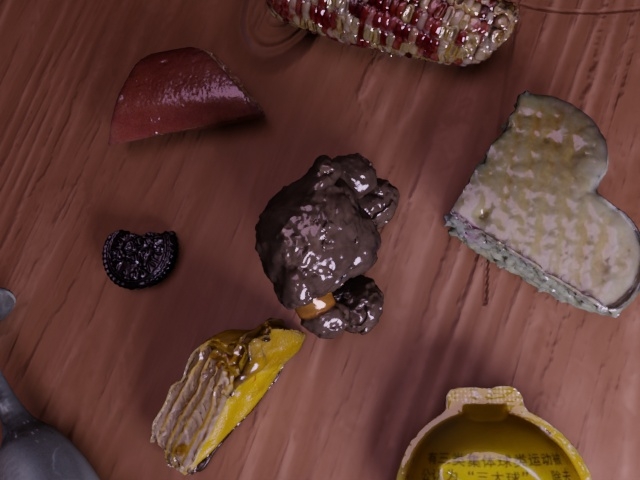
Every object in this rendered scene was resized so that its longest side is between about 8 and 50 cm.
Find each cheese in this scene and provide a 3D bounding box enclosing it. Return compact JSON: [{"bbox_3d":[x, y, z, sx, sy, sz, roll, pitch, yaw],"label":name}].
[{"bbox_3d":[0.153,0.266,0.455,0.176,0.069,0.271,-6,78,10],"label":"cheese"}]

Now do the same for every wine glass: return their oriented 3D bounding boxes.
[{"bbox_3d":[-0.376,0.249,0.543,0.264,0.096,0.310,-35,73,-2],"label":"wine glass"}]

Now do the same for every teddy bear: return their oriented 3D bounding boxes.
[{"bbox_3d":[0.000,0.000,0.491,0.140,0.190,0.177,11,83,6],"label":"teddy bear"}]

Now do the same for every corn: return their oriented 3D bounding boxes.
[{"bbox_3d":[0.074,-0.265,0.597,0.289,0.098,0.098,19,80,11],"label":"corn"}]

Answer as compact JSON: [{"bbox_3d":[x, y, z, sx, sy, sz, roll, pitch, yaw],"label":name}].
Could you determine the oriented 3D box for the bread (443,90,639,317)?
[{"bbox_3d":[0.209,-0.027,0.523,0.172,0.064,0.232,-15,72,7],"label":"bread"}]

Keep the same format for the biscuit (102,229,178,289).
[{"bbox_3d":[-0.208,0.015,0.609,0.087,0.027,0.089,40,86,16],"label":"biscuit"}]

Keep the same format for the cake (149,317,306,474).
[{"bbox_3d":[-0.096,0.146,0.550,0.079,0.116,0.185,33,115,21],"label":"cake"}]

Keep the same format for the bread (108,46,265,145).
[{"bbox_3d":[-0.166,-0.181,0.631,0.192,0.067,0.119,-10,74,8],"label":"bread"}]
